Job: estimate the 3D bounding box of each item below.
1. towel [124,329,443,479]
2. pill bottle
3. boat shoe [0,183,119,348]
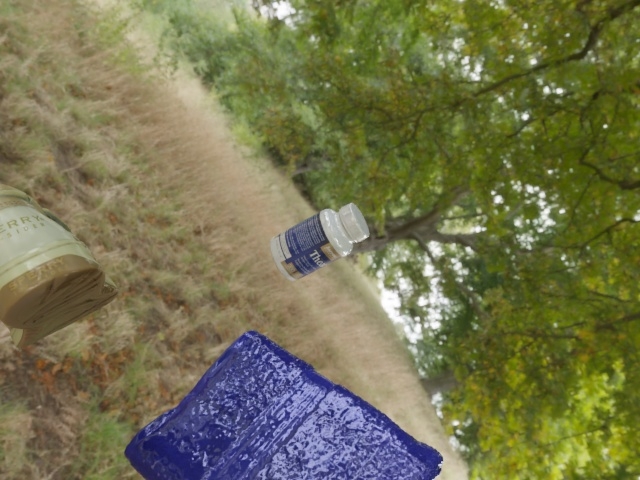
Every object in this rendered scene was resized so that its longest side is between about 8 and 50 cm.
[{"bbox_3d":[-0.042,0.256,0.669,0.308,0.228,0.076,26,-37,30],"label":"towel"},{"bbox_3d":[0.000,0.000,0.754,0.067,0.120,0.067,53,20,-28],"label":"pill bottle"},{"bbox_3d":[-0.249,0.030,0.523,0.089,0.105,0.285,57,-28,2],"label":"boat shoe"}]
